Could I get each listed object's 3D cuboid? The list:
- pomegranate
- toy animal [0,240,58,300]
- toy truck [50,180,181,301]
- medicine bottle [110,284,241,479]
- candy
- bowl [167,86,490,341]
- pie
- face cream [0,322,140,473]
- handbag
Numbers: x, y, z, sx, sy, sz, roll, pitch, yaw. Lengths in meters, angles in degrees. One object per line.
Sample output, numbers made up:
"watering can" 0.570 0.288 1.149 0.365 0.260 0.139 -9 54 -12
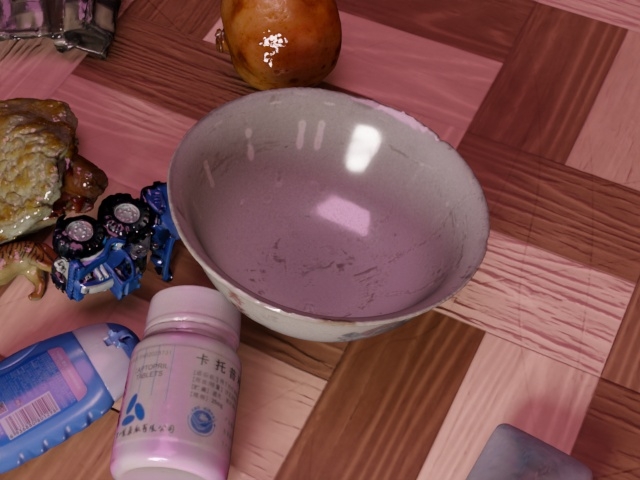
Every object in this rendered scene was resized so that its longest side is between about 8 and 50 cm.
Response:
"pomegranate" -0.072 -0.349 1.649 0.215 0.215 0.215 -1 55 2
"toy animal" -0.468 0.045 1.490 0.241 0.057 0.099 -15 56 -7
"toy truck" -0.278 0.009 1.452 0.208 0.113 0.126 -32 67 -34
"medicine bottle" -0.180 0.196 1.314 0.152 0.152 0.254 3 57 5
"candy" 0.245 0.323 1.255 0.138 0.071 0.174 27 60 19
"bowl" 0.000 0.000 1.393 0.435 0.196 0.434 6 47 -7
"pie" -0.484 -0.113 1.573 0.257 0.105 0.274 -28 58 -6
"face cream" -0.360 0.199 1.361 0.264 0.083 0.149 -30 63 -17
"handbag" -0.506 -0.480 1.799 0.325 0.162 0.327 -1 63 6
